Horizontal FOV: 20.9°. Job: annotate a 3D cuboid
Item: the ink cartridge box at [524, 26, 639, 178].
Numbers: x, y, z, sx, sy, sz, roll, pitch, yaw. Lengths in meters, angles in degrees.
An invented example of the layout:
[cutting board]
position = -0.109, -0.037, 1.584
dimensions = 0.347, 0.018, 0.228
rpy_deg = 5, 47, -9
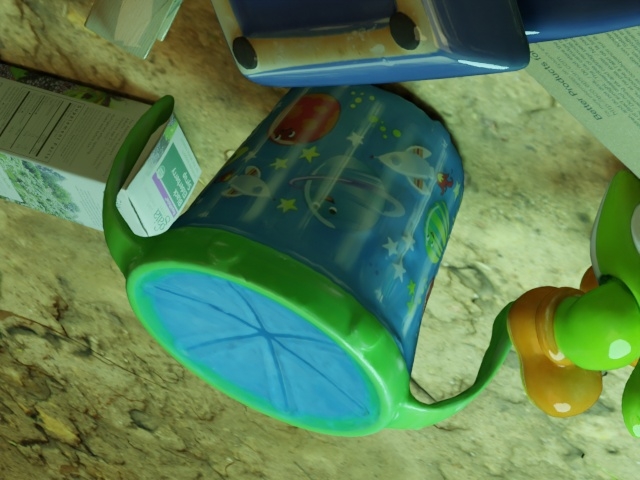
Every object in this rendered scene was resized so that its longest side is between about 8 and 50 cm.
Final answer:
[ink cartridge box]
position = 0.222, -0.134, 1.064
dimensions = 0.234, 0.088, 0.193
rpy_deg = 40, 153, -21

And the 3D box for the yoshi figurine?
[yoshi figurine]
position = 0.309, 0.060, 1.231
dimensions = 0.203, 0.204, 0.362
rpy_deg = 23, 155, -23

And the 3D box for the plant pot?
[plant pot]
position = 0.054, -0.200, 0.880
dimensions = 0.236, 0.212, 0.236
rpy_deg = 3, 117, 52

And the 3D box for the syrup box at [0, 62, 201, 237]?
[syrup box]
position = -0.238, -0.084, 1.608
dimensions = 0.236, 0.096, 0.093
rpy_deg = 16, 153, 25

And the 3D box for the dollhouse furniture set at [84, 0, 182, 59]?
[dollhouse furniture set]
position = -0.144, -0.265, 1.095
dimensions = 0.242, 0.212, 0.161
rpy_deg = 29, 116, -1

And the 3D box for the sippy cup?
[sippy cup]
position = 0.000, 0.000, 1.373
dimensions = 0.240, 0.224, 0.305
rpy_deg = 0, 141, 46
